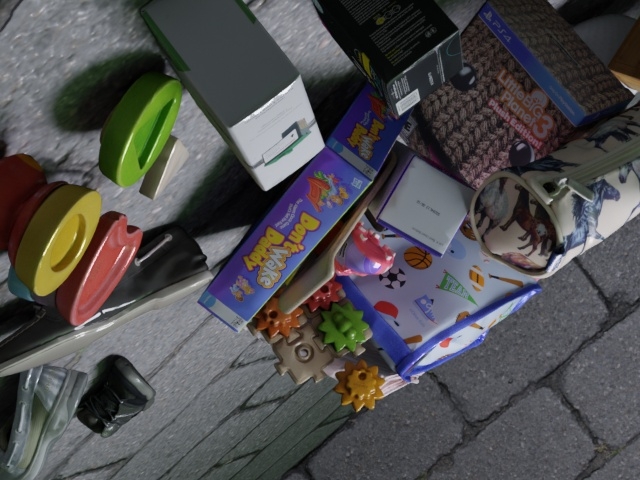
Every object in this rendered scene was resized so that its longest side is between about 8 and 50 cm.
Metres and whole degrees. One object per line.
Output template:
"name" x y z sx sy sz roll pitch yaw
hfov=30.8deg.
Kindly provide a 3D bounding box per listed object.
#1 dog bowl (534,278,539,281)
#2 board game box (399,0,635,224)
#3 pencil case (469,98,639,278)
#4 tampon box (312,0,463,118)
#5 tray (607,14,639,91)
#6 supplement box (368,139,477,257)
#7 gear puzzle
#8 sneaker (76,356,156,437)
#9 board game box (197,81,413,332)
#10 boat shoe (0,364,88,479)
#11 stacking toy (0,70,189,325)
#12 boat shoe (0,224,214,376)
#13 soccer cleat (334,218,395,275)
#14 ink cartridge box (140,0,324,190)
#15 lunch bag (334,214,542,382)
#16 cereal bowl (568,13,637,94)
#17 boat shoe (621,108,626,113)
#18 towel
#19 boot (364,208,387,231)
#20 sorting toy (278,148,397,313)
"dog bowl" 0.381 0.030 2.455 0.408 0.150 0.408 -34 164 -11
"board game box" 0.292 -0.199 1.809 0.141 0.232 0.291 -22 158 -43
"pencil case" 0.412 -0.097 1.641 0.410 0.160 0.183 -28 175 -27
"tampon box" 0.074 -0.245 1.330 0.101 0.161 0.120 -37 163 0
"tray" 0.636 -0.406 1.802 0.076 0.203 0.411 30 93 -34
"supplement box" 0.142 -0.066 1.721 0.114 0.111 0.220 -60 -171 6
"gear puzzle" -0.015 0.136 1.894 0.175 0.339 0.044 -31 169 -19
"sneaker" -0.358 0.280 2.026 0.130 0.087 0.227 -39 171 -18
"board game box" -0.022 -0.050 1.669 0.347 0.078 0.233 -49 -174 36
"boat shoe" -0.460 0.287 1.824 0.320 0.103 0.118 -49 -160 47
"stacking toy" -0.274 -0.063 1.292 0.279 0.130 0.309 -61 174 -17
"boat shoe" -0.310 0.082 1.599 0.335 0.095 0.112 -25 171 -24
"soccer cleat" 0.052 0.025 1.772 0.095 0.083 0.248 -51 -170 6
"ink cartridge box" -0.085 -0.164 1.220 0.092 0.160 0.219 -37 165 -3
"lunch bag" 0.154 0.065 2.099 0.385 0.328 0.239 -18 154 -53
"cereal bowl" 0.436 -0.280 2.059 0.339 0.141 0.339 -34 165 -11
"boat shoe" 0.552 -0.212 2.261 0.103 0.302 0.113 -29 135 25
"towel" 0.015 0.194 2.181 0.053 0.331 0.317 -67 159 7
"boot" 0.102 -0.075 1.922 0.077 0.137 0.198 -48 162 32
"sorting toy" 0.000 0.000 1.758 0.229 0.041 0.307 -60 -172 -29
